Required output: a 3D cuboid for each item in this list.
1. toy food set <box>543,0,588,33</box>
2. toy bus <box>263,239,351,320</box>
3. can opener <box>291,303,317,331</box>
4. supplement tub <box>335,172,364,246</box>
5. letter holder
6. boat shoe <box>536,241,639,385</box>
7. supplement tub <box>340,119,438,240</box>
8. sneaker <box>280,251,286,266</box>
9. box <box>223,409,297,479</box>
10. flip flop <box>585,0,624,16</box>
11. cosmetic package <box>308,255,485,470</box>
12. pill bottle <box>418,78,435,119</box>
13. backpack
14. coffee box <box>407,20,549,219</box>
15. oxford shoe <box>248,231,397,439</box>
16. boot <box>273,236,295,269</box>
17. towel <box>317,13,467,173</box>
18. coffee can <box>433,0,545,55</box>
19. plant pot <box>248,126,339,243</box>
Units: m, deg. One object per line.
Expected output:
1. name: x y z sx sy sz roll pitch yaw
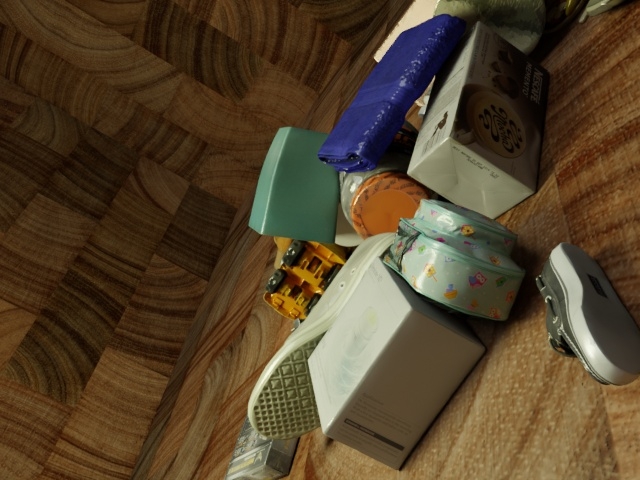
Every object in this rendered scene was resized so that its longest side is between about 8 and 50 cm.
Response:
1. toy food set: 0.452 -0.449 1.204 0.132 0.039 0.192 -60 14 0
2. toy bus: -0.024 0.069 1.637 0.220 0.150 0.211 -57 2 24
3. can opener: 0.023 0.183 1.417 0.283 0.076 0.095 -37 59 56
4. supplement tub: 0.069 -0.087 1.583 0.144 0.144 0.199 -53 16 25
5. letter holder: 0.318 -0.507 1.611 0.152 0.214 0.302 -28 -17 -49
6. boat shoe: 0.276 0.086 0.696 0.076 0.080 0.228 -59 12 29
7. supplement tub: 0.137 -0.124 1.334 0.193 0.194 0.316 -53 17 25
8. sneaker: 0.000 0.000 1.803 0.121 0.099 0.262 3 60 50
9. box: -0.117 0.429 1.392 0.231 0.056 0.183 -44 22 48
10. flip flop: 0.496 -0.480 1.035 0.277 0.080 0.112 -61 14 -3
11. cosmetic package: 0.102 0.175 0.987 0.224 0.138 0.224 -56 15 10
12. pill bottle: 0.284 -0.331 1.467 0.137 0.078 0.078 -59 14 1
13. backpack: 0.194 0.029 0.899 0.188 0.166 0.144 -108 40 -68
14. coffee box: 0.272 -0.202 1.082 0.119 0.168 0.297 -42 22 52
15. oxford shoe: 0.033 0.170 1.176 0.449 0.169 0.130 -53 19 -1
16. boot: -0.075 -0.054 1.982 0.295 0.104 0.211 -82 10 -62
17. towel: 0.131 -0.258 1.177 0.308 0.076 0.228 -56 20 -5
18. coffee can: 0.337 -0.478 1.271 0.201 0.202 0.275 -48 13 39
19. plant pot: -0.047 -0.126 1.425 0.165 0.166 0.234 -152 71 -73
